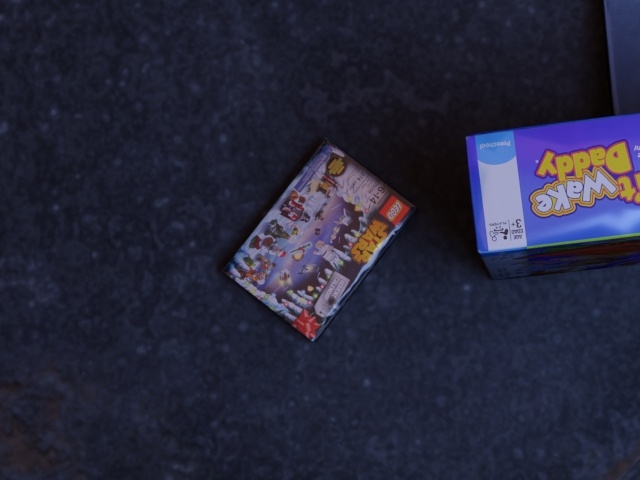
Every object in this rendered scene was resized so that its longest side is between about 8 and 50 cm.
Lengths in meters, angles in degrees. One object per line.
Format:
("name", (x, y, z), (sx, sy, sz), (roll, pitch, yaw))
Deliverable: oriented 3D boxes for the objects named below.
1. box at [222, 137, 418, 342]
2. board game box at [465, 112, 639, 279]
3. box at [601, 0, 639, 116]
("box", (0.000, 0.000, 1.578), (0.094, 0.027, 0.137), (37, 90, 7))
("board game box", (0.227, -0.031, 1.393), (0.233, 0.347, 0.078), (-7, 85, 6))
("box", (0.309, -0.186, 1.528), (0.183, 0.059, 0.232), (-4, 76, 7))
